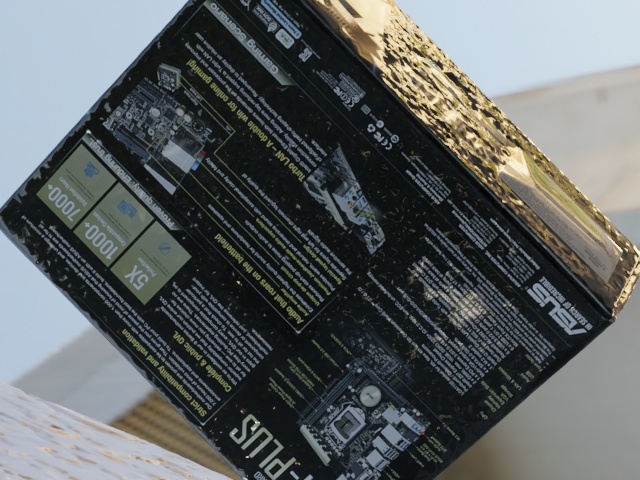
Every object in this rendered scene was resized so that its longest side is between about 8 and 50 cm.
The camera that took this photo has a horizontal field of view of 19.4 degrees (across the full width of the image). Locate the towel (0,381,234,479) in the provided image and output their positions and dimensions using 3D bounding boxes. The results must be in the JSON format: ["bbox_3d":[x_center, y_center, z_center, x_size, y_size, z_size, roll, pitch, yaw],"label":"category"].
[{"bbox_3d":[-0.171,0.106,0.906,0.317,0.332,0.053,22,-91,-67],"label":"towel"}]

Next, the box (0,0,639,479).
[{"bbox_3d":[0.000,0.000,0.679,0.180,0.147,0.077,45,-157,1],"label":"box"}]
